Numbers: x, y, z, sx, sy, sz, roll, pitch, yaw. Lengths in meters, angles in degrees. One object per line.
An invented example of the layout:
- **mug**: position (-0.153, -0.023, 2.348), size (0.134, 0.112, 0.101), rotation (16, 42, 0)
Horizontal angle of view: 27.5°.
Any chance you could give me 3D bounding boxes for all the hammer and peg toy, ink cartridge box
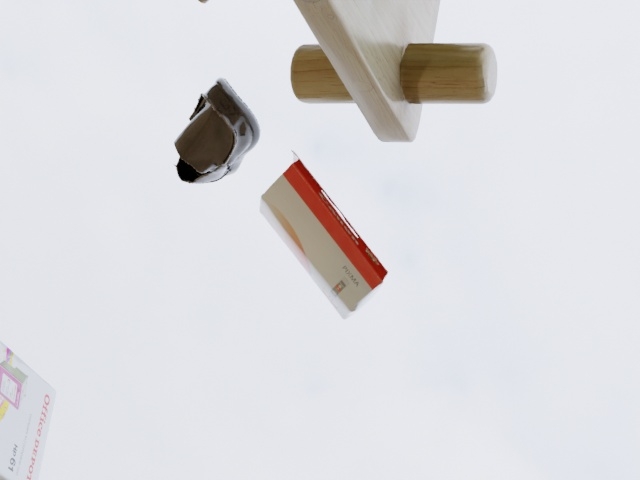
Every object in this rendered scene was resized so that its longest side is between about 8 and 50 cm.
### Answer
- **hammer and peg toy**: position (0.017, -0.246, 0.690), size (0.127, 0.266, 0.361), rotation (3, -23, 21)
- **ink cartridge box**: position (-0.237, 0.115, 0.890), size (0.052, 0.089, 0.122), rotation (-8, -36, 19)
- **ink cartridge box**: position (0.000, 0.000, 1.242), size (0.145, 0.045, 0.179), rotation (52, -6, 6)

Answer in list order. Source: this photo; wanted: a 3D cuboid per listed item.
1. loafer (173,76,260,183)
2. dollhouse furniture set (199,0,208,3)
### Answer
- **loafer**: position (-0.129, -0.115, 1.551), size (0.080, 0.078, 0.220), rotation (51, -20, 11)
- **dollhouse furniture set**: position (-0.152, -0.354, 0.994), size (0.303, 0.198, 0.286), rotation (26, -54, -20)
